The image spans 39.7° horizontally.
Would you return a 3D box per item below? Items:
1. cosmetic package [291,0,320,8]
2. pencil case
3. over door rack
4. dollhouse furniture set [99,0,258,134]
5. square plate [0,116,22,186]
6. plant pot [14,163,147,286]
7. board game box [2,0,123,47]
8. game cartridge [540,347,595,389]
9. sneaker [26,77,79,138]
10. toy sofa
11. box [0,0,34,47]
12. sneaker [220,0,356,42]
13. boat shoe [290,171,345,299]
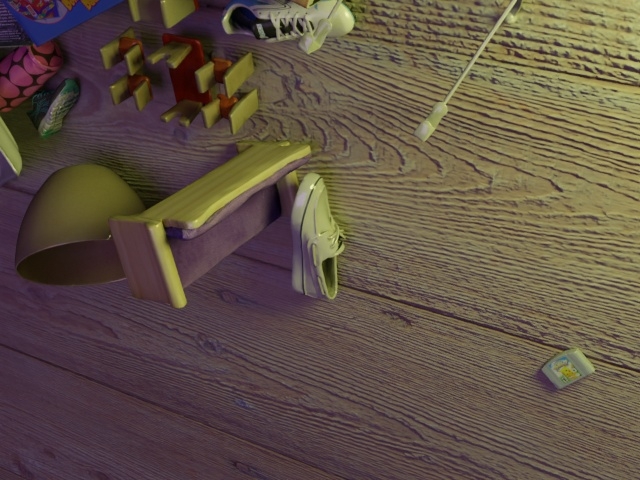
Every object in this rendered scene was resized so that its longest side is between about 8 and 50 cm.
[{"bbox_3d":[-0.100,-0.479,1.317,0.296,0.153,0.129,30,128,10],"label":"cosmetic package"},{"bbox_3d":[-0.596,-0.338,1.755,0.209,0.095,0.098,-22,60,37],"label":"pencil case"},{"bbox_3d":[0.152,-0.345,1.266,0.239,0.108,0.324,37,109,6],"label":"over door rack"},{"bbox_3d":[-0.240,-0.335,1.539,0.262,0.135,0.259,16,136,23],"label":"dollhouse furniture set"},{"bbox_3d":[-0.723,-0.275,1.815,0.347,0.049,0.344,61,158,-13],"label":"square plate"},{"bbox_3d":[-0.466,-0.040,1.767,0.284,0.284,0.191,-26,66,39],"label":"plant pot"},{"bbox_3d":[-0.404,-0.460,1.372,0.347,0.078,0.233,-8,125,44],"label":"board game box"},{"bbox_3d":[0.422,0.219,1.522,0.056,0.017,0.083,50,130,1],"label":"game cartridge"},{"bbox_3d":[-0.545,-0.277,1.777,0.076,0.065,0.166,49,128,3],"label":"sneaker"},{"bbox_3d":[-0.159,-0.037,1.492,0.177,0.362,0.150,6,120,34],"label":"toy sofa"},{"bbox_3d":[-0.573,-0.469,1.599,0.108,0.153,0.207,-4,119,-3],"label":"box"},{"bbox_3d":[-0.053,-0.348,1.411,0.237,0.086,0.085,11,144,30],"label":"sneaker"},{"bbox_3d":[0.000,0.000,1.593,0.088,0.096,0.267,17,126,17],"label":"boat shoe"}]
